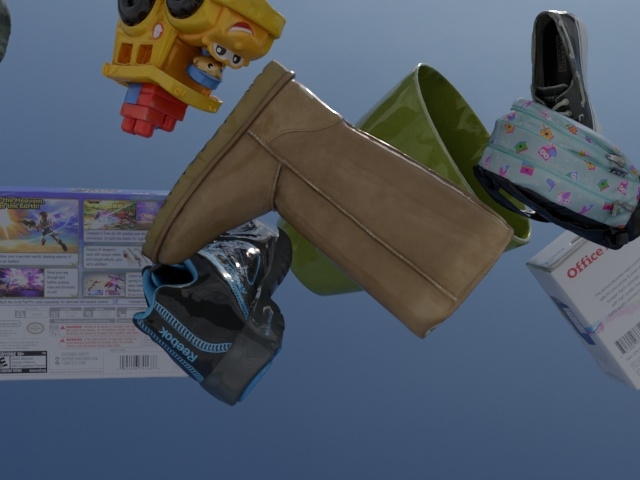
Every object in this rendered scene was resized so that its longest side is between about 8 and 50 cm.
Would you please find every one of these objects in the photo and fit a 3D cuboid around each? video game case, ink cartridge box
[{"bbox_3d":[-0.301,0.055,1.108,0.269,0.245,0.061,1,-168,-13],"label":"video game case"},{"bbox_3d":[0.412,0.070,1.177,0.154,0.093,0.212,-39,-80,-4],"label":"ink cartridge box"}]

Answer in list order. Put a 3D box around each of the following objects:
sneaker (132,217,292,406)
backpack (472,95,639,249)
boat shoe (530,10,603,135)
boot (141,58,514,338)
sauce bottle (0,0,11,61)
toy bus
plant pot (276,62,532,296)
[{"bbox_3d":[-0.115,0.035,0.941,0.125,0.139,0.341,-50,-163,13],"label":"sneaker"},{"bbox_3d":[0.259,-0.076,0.933,0.115,0.181,0.152,-66,-156,3],"label":"backpack"},{"bbox_3d":[0.299,-0.178,1.076,0.077,0.070,0.220,-7,-89,42],"label":"boat shoe"},{"bbox_3d":[0.000,0.000,0.785,0.269,0.089,0.236,38,-75,0],"label":"boot"},{"bbox_3d":[-0.358,-0.235,0.673,0.111,0.111,0.344,-35,-127,-14],"label":"sauce bottle"},{"bbox_3d":[-0.177,-0.228,1.097,0.220,0.149,0.212,12,-97,42],"label":"toy bus"},{"bbox_3d":[0.093,-0.046,1.181,0.293,0.274,0.275,-32,-131,24],"label":"plant pot"}]
